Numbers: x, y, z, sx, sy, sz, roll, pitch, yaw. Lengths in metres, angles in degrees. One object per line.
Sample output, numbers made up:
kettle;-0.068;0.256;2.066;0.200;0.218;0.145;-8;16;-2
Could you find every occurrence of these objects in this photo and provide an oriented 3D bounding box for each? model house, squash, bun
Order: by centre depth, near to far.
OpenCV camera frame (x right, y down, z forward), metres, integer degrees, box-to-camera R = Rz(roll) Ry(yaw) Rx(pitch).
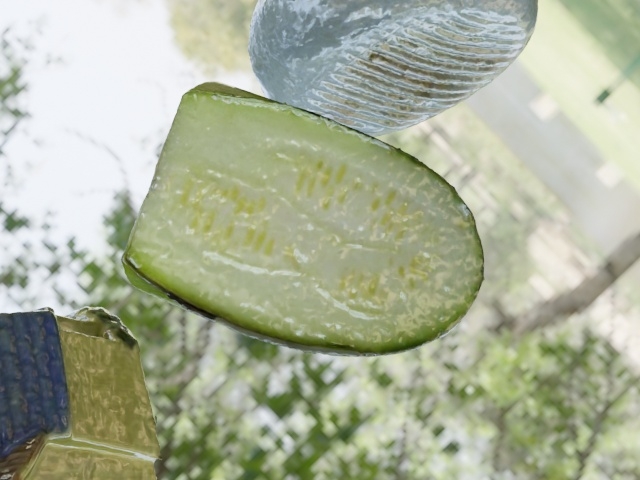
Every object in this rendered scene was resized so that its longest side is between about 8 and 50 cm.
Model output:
squash;0.000;0.000;1.649;0.309;0.233;0.210;22;-179;21
model house;-0.337;0.224;1.700;0.266;0.261;0.321;23;-128;-61
bun;0.081;-0.270;1.967;0.362;0.362;0.211;37;-144;-62
